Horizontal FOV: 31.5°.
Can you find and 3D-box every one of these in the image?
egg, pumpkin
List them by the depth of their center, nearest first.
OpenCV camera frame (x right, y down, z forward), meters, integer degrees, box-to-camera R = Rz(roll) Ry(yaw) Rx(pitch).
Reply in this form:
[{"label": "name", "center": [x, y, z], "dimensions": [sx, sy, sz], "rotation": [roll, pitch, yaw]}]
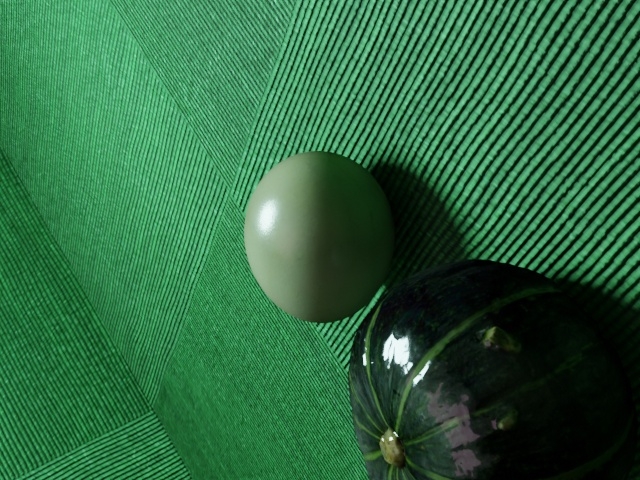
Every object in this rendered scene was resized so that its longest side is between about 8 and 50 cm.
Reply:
[{"label": "pumpkin", "center": [0.168, 0.178, 1.178], "dimensions": [0.323, 0.241, 0.323], "rotation": [39, 143, 38]}, {"label": "egg", "center": [0.000, 0.000, 1.397], "dimensions": [0.186, 0.186, 0.241], "rotation": [41, 152, 39]}]
